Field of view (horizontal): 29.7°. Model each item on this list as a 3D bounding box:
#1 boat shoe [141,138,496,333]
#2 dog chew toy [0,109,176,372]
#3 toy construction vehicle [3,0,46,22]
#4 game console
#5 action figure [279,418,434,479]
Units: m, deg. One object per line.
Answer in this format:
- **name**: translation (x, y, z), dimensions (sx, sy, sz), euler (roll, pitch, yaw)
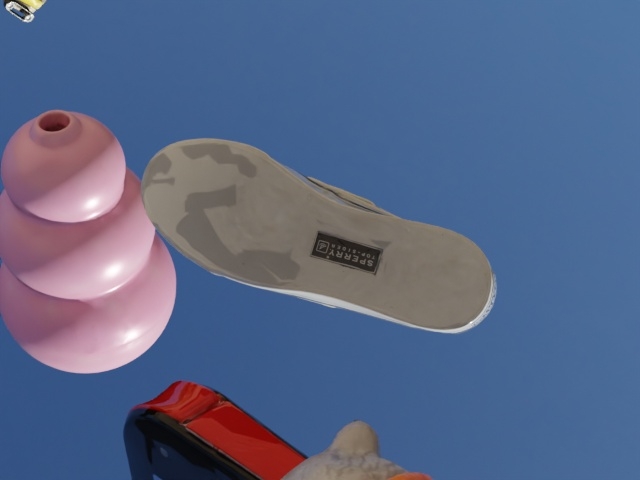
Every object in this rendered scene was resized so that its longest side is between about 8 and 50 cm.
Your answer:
- **boat shoe**: translation (0.000, 0.000, 0.878), dimensions (0.267, 0.088, 0.096), euler (15, -97, 12)
- **dog chew toy**: translation (-0.273, -0.005, 1.354), dimensions (0.206, 0.332, 0.207), euler (-1, -136, 1)
- **toy construction vehicle**: translation (-0.255, -0.224, 0.965), dimensions (0.086, 0.035, 0.098), euler (57, -169, 26)
- **game console**: translation (-0.001, 0.299, 0.895), dimensions (0.342, 0.387, 0.060), euler (33, -126, 29)
- **action figure**: translation (0.110, 0.178, 0.387), dimensions (0.330, 0.179, 0.341), euler (38, -157, 23)
